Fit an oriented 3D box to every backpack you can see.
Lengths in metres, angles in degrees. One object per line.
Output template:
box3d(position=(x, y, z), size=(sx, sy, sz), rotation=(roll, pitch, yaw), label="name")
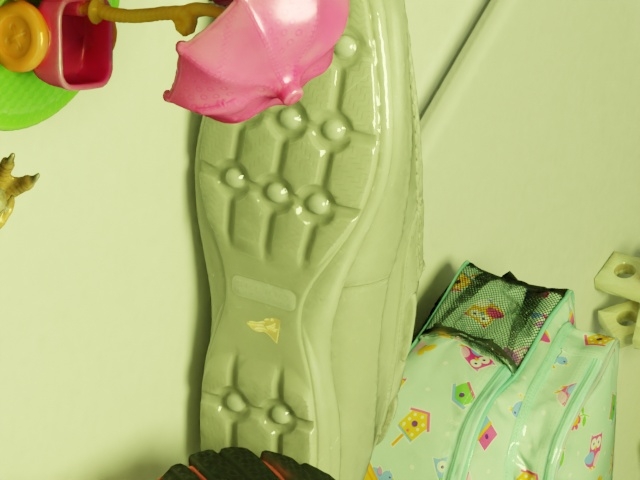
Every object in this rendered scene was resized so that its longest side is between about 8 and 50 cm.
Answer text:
box3d(position=(0.099, 0.129, 1.195), size=(0.188, 0.144, 0.166), rotation=(-39, 140, -41), label="backpack")

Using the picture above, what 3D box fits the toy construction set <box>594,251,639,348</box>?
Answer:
box3d(position=(0.336, 0.119, 1.530), size=(0.151, 0.215, 0.328), rotation=(-44, 138, -13), label="toy construction set")

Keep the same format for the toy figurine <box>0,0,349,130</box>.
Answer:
box3d(position=(-0.060, -0.116, 0.799), size=(0.130, 0.159, 0.173), rotation=(-13, 113, -57), label="toy figurine")

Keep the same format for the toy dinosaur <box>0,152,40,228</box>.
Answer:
box3d(position=(-0.166, 0.017, 0.773), size=(0.211, 0.064, 0.112), rotation=(122, -9, -54), label="toy dinosaur")

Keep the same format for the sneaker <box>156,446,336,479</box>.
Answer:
box3d(position=(-0.082, 0.187, 0.926), size=(0.314, 0.116, 0.136), rotation=(0, 121, -36), label="sneaker")

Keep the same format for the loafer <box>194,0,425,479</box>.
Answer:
box3d(position=(0.000, 0.000, 1.013), size=(0.111, 0.112, 0.319), rotation=(-35, 140, -55), label="loafer")
